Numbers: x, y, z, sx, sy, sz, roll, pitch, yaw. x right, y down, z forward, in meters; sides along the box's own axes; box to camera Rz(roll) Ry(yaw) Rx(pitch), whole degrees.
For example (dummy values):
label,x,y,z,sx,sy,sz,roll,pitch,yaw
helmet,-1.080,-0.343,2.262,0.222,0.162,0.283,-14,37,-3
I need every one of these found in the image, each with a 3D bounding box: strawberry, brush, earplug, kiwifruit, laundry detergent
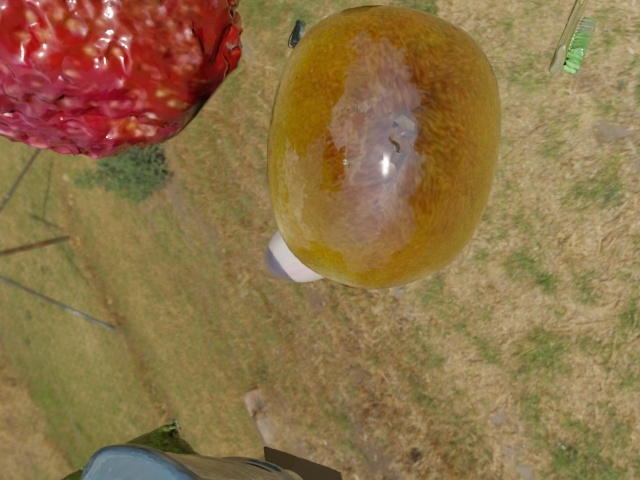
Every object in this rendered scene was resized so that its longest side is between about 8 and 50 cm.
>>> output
label,x,y,z,sx,sy,sz,roll,pitch,yaw
strawberry,-0.156,-0.184,0.408,0.221,0.274,0.274,26,126,0
brush,0.419,-0.354,0.949,0.048,0.282,0.054,24,143,9
earplug,0.000,0.000,1.111,0.301,0.172,0.172,-26,85,47
kiwifruit,0.049,-0.071,0.504,0.196,0.196,0.233,20,101,38
laundry detergent,-0.105,0.274,0.618,0.144,0.290,0.094,1,69,29

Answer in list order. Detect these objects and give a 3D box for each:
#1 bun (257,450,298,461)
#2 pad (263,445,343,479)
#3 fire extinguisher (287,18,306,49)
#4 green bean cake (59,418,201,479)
label,x,y,z,sx,sy,sz,roll,pitch,yaw
bun,-0.097,0.424,0.954,0.183,0.102,0.183,-39,33,31
pad,-0.001,0.392,0.757,0.004,0.164,0.243,-39,40,21
fire extinguisher,-0.058,-0.480,1.393,0.038,0.025,0.083,-4,64,35
green bean cake,-0.247,0.407,0.811,0.250,0.247,0.156,16,125,47
